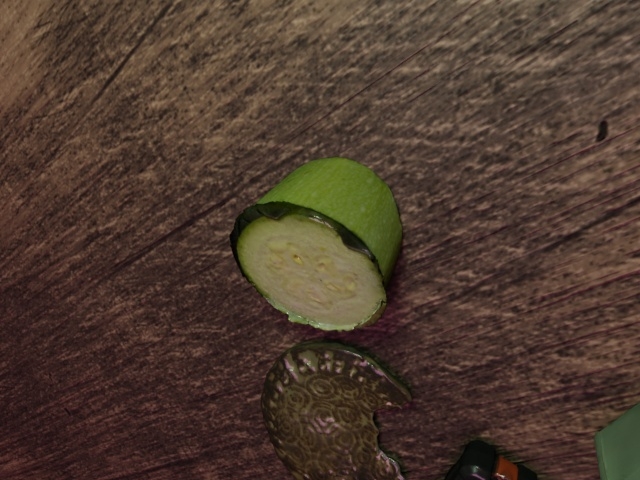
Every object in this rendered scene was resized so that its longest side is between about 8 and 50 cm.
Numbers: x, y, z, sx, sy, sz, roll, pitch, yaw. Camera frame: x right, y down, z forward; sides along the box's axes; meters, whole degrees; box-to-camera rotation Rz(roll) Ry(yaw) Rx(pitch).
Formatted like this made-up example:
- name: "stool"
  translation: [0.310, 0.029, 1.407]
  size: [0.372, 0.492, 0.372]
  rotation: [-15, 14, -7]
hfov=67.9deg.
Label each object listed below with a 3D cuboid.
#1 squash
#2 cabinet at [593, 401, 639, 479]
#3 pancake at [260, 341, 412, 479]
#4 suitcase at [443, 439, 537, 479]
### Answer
- name: "squash"
  translation: [-0.001, 0.014, 0.632]
  size: [0.220, 0.133, 0.220]
  rotation: [13, 127, 18]
- name: "cabinet"
  translation: [0.412, 0.227, 0.462]
  size: [0.145, 0.150, 0.206]
  rotation: [39, 118, 10]
- name: "pancake"
  translation: [0.030, 0.288, 0.733]
  size: [0.286, 0.033, 0.288]
  rotation: [-38, 88, 28]
- name: "suitcase"
  translation: [0.285, 0.417, 0.633]
  size: [0.286, 0.066, 0.206]
  rotation: [28, 117, 15]
